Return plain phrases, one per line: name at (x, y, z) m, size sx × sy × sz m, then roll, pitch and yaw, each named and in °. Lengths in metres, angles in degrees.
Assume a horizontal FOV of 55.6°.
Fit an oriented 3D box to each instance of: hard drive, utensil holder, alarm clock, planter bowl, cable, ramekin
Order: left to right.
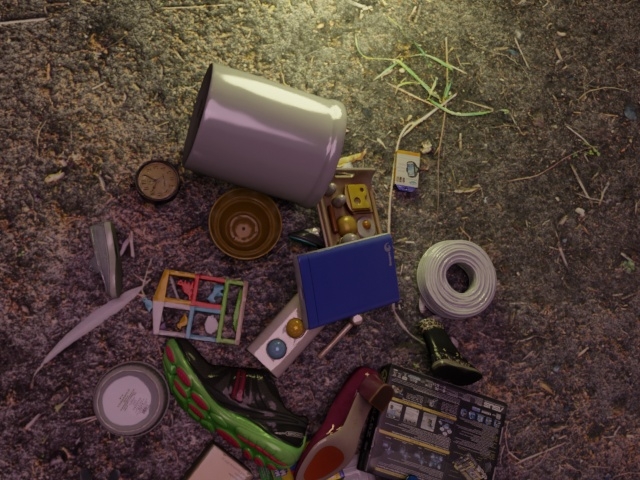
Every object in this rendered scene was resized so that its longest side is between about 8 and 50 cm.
ramekin at (-0.517, 0.432, 1.653) m, size 0.207 × 0.109 × 0.207 m, roll 3°, pitch 78°, yaw -12°
alarm clock at (-0.502, -0.170, 1.803) m, size 0.192 × 0.064 × 0.129 m, roll -7°, pitch 80°, yaw -16°
planter bowl at (-0.228, -0.043, 1.820) m, size 0.217 × 0.090 × 0.217 m, roll 2°, pitch 79°, yaw -12°
utensil holder at (-0.166, -0.296, 1.728) m, size 0.385 × 0.327 × 0.328 m, roll 15°, pitch 76°, yaw -20°
hard drive at (0.081, 0.113, 1.750) m, size 0.318 × 0.040 × 0.210 m, roll -13°, pitch 100°, yaw -29°
cable at (0.430, 0.121, 1.926) m, size 0.257 × 0.089 × 0.257 m, roll -5°, pitch 80°, yaw -13°

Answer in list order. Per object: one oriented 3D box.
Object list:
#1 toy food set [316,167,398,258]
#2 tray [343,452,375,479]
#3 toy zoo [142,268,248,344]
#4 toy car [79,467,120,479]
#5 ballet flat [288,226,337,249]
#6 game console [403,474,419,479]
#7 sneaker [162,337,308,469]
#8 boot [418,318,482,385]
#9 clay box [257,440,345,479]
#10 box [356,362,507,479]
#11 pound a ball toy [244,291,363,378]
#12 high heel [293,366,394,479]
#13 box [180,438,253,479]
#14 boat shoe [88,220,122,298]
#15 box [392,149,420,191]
toy food set at (0.111, -0.078, 1.864) m, size 0.219 × 0.092 × 0.306 m, roll -5°, pitch 76°, yaw -30°
tray at (0.034, 0.718, 1.752) m, size 0.270 × 0.030 × 0.145 m, roll -12°, pitch 82°, yaw -14°
toy zoo at (-0.369, 0.193, 1.773) m, size 0.293 × 0.030 × 0.192 m, roll 10°, pitch 77°, yaw -10°
toy car at (-0.582, 0.692, 1.579) m, size 0.155 × 0.149 × 0.188 m, roll 12°, pitch 64°, yaw -22°
ballet flat at (0.000, 0.000, 1.872) m, size 0.203 × 0.074 × 0.074 m, roll 24°, pitch 75°, yaw -13°
game console at (0.217, 0.846, 1.706) m, size 0.293 × 0.250 × 0.173 m, roll 56°, pitch 30°, yaw -9°
sneaker at (-0.241, 0.435, 1.703) m, size 0.483 × 0.185 × 0.202 m, roll 40°, pitch 47°, yaw 0°
boot at (0.399, 0.343, 1.867) m, size 0.236 × 0.085 × 0.178 m, roll 27°, pitch 35°, yaw -41°
clay box at (-0.057, 0.649, 1.716) m, size 0.222 × 0.053 × 0.127 m, roll -15°, pitch 61°, yaw -16°
box at (0.337, 0.578, 1.800) m, size 0.395 × 0.097 × 0.318 m, roll 20°, pitch 69°, yaw -9°
pound a ball toy at (-0.036, 0.269, 1.775) m, size 0.208 × 0.136 × 0.319 m, roll 44°, pitch 74°, yaw 0°
high heel at (0.046, 0.527, 1.742) m, size 0.377 × 0.181 × 0.127 m, roll -42°, pitch 111°, yaw -12°
box at (-0.334, 0.711, 1.628) m, size 0.148 × 0.121 × 0.311 m, roll 38°, pitch 74°, yaw -3°
boat shoe at (-0.618, 0.059, 1.731) m, size 0.081 × 0.079 × 0.227 m, roll -11°, pitch 76°, yaw -4°
box at (0.283, -0.226, 1.999) m, size 0.081 × 0.028 × 0.136 m, roll 9°, pitch 79°, yaw -10°
